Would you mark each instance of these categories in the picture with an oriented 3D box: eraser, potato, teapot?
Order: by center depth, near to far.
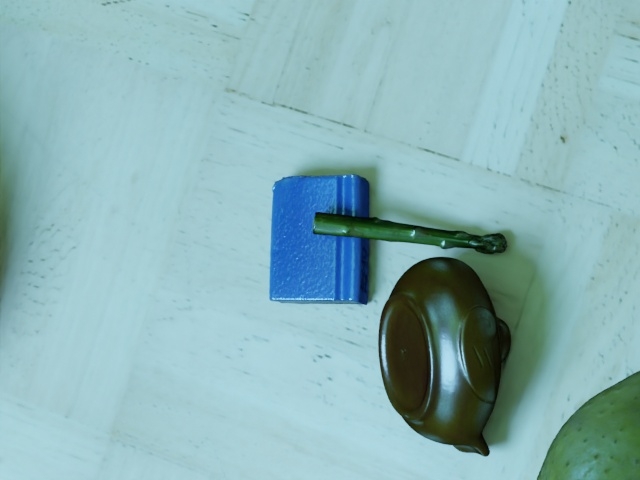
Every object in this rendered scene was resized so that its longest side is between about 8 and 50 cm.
[{"bbox_3d":[0.216,0.137,1.154,0.157,0.157,0.194,40,96,20],"label":"potato"},{"bbox_3d":[0.086,0.074,1.255,0.098,0.078,0.129,-3,92,61],"label":"teapot"},{"bbox_3d":[0.000,0.000,1.315,0.063,0.027,0.084,-1,83,21],"label":"eraser"}]

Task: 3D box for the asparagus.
[{"bbox_3d":[0.058,-0.004,1.284,0.127,0.018,0.015,6,112,4],"label":"asparagus"}]
